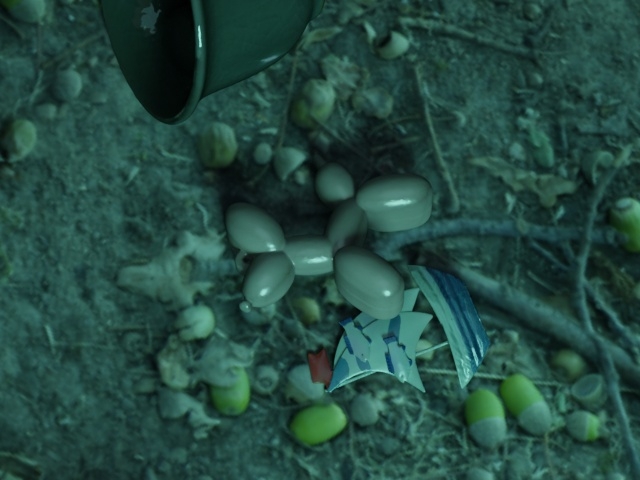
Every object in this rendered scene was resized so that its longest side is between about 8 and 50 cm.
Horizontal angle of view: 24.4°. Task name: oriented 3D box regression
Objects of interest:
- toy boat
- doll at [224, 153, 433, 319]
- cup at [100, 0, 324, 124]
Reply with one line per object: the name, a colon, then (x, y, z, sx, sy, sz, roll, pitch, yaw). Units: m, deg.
toy boat: (0.065, 0.073, 1.222, 0.149, 0.034, 0.105, -2, 79, 8)
doll: (0.000, 0.000, 1.207, 0.160, 0.059, 0.161, 15, 60, 10)
cup: (-0.078, -0.207, 1.211, 0.150, 0.199, 0.199, -16, 78, -26)
